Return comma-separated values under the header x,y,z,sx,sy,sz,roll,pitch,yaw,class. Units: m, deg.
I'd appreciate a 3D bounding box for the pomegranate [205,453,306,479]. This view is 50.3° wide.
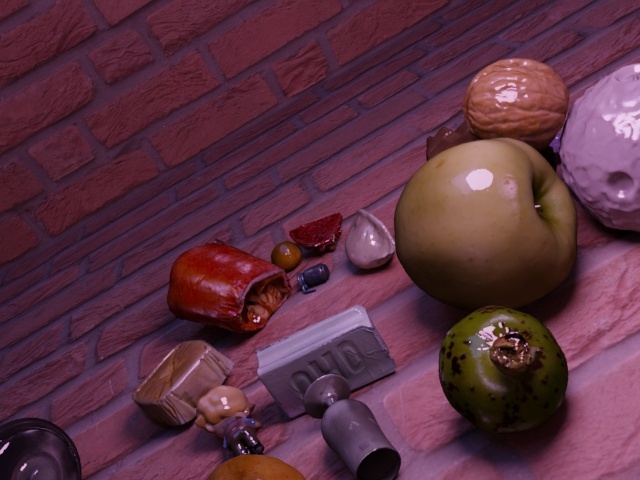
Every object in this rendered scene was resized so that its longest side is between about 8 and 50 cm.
x,y,z,sx,sy,sz,roll,pitch,yaw,class
-0.101,0.460,1.090,0.233,0.233,0.233,-24,28,13,pomegranate

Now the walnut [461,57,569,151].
x,y,z,sx,sy,sz,roll,pitch,yaw,class
0.397,-0.273,1.404,0.213,0.213,0.213,-24,28,13,walnut

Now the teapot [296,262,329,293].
x,y,z,sx,sy,sz,roll,pitch,yaw,class
-0.016,0.101,1.805,0.083,0.064,0.049,-24,-4,19,teapot

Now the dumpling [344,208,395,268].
x,y,z,sx,sy,sz,roll,pitch,yaw,class
0.121,-0.007,1.725,0.181,0.155,0.111,-20,-2,37,dumpling

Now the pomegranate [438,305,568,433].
x,y,z,sx,sy,sz,roll,pitch,yaw,class
0.298,0.201,1.103,0.210,0.263,0.211,-1,63,3,pomegranate

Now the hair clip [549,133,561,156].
x,y,z,sx,sy,sz,roll,pitch,yaw,class
0.580,-0.238,1.741,0.292,0.085,0.106,9,35,46,hair clip

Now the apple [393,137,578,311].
x,y,z,sx,sy,sz,roll,pitch,yaw,class
0.315,-0.023,1.344,0.357,0.357,0.357,-24,28,13,apple

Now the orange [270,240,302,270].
x,y,z,sx,sy,sz,roll,pitch,yaw,class
-0.099,0.044,1.935,0.095,0.085,0.085,-18,28,44,orange

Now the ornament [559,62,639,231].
x,y,z,sx,sy,sz,roll,pitch,yaw,class
0.638,-0.188,1.337,0.336,0.337,0.337,-24,28,13,ornament

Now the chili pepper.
x,y,z,sx,sy,sz,roll,pitch,yaw,class
-0.230,0.140,1.808,0.305,0.229,0.251,17,14,41,chili pepper

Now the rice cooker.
x,y,z,sx,sy,sz,roll,pitch,yaw,class
-0.687,0.534,1.503,0.316,0.265,0.317,-10,-11,-2,rice cooker

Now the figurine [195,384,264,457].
x,y,z,sx,sy,sz,roll,pitch,yaw,class
-0.182,0.388,1.437,0.114,0.108,0.196,-46,47,-7,figurine

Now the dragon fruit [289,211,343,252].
x,y,z,sx,sy,sz,roll,pitch,yaw,class
0.000,0.000,1.924,0.162,0.083,0.106,-18,41,-2,dragon fruit

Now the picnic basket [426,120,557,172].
x,y,z,sx,sy,sz,roll,pitch,yaw,class
0.406,-0.187,1.629,0.291,0.254,0.321,-7,41,27,picnic basket

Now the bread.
x,y,z,sx,sy,sz,roll,pitch,yaw,class
-0.328,0.342,1.629,0.192,0.110,0.210,-9,33,48,bread

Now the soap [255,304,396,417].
x,y,z,sx,sy,sz,roll,pitch,yaw,class
0.013,0.249,1.400,0.261,0.150,0.094,-26,32,9,soap

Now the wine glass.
x,y,z,sx,sy,sz,roll,pitch,yaw,class
0.055,0.346,1.243,0.103,0.103,0.231,-34,30,-7,wine glass
